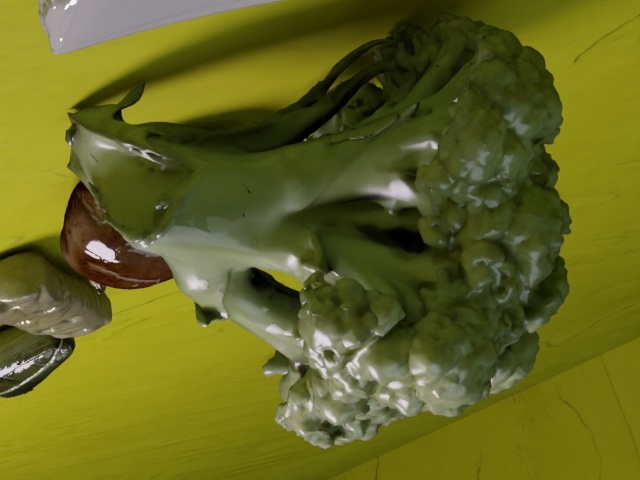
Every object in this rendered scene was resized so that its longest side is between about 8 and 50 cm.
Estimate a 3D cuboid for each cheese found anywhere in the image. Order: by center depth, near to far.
[{"bbox_3d":[-0.211,0.046,1.463,0.065,0.043,0.194,-22,168,5],"label":"cheese"}]

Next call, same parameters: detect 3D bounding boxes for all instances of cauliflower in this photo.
[{"bbox_3d":[0.021,0.009,1.158,0.281,0.260,0.327,-16,140,-30],"label":"cauliflower"}]

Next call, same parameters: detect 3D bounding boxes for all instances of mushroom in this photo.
[{"bbox_3d":[-0.115,-0.008,1.298,0.135,0.080,0.170,0,156,-32],"label":"mushroom"}]

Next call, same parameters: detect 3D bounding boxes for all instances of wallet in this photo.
[{"bbox_3d":[-0.049,-0.136,0.946,0.190,0.033,0.095,-15,165,-24],"label":"wallet"}]

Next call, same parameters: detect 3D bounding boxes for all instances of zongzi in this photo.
[{"bbox_3d":[-0.271,0.093,1.586,0.113,0.052,0.104,6,147,-36],"label":"zongzi"}]
